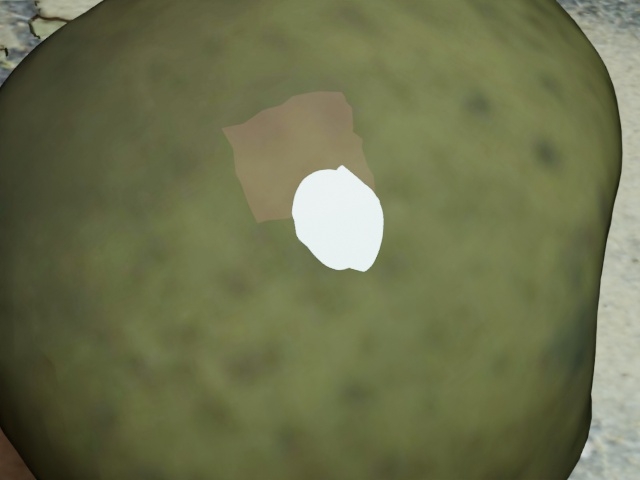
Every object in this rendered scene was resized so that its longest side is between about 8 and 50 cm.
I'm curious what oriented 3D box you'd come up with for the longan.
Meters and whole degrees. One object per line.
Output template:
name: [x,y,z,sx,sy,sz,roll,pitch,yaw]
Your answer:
longan: [0.000,0.000,0.683,0.288,0.288,0.350,20,45,14]
